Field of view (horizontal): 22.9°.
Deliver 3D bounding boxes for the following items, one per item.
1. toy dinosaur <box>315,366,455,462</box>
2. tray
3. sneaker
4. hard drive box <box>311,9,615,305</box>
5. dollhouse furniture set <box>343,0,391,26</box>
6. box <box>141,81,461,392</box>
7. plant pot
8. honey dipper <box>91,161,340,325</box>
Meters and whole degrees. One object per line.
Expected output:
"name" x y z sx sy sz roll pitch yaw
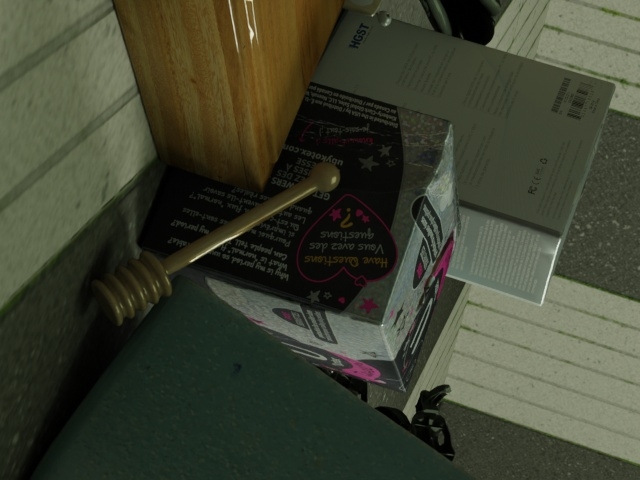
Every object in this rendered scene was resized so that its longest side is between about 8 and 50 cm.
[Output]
"toy dinosaur" -0.015 0.147 1.297 0.218 0.164 0.321 6 -89 57
"tray" -0.035 -0.205 0.782 0.411 0.076 0.202 83 27 -66
"sneaker" 0.111 -0.217 1.352 0.132 0.086 0.229 65 16 9
"hard drive box" 0.096 -0.072 1.260 0.089 0.232 0.181 97 16 -49
"dollhouse furniture set" 0.024 -0.199 1.079 0.091 0.081 0.114 97 14 -46
"box" 0.000 0.000 1.062 0.247 0.163 0.142 65 44 -75
"plant pot" -0.065 0.226 0.939 0.252 0.248 0.247 -47 160 -23
"honey dipper" -0.056 -0.003 0.907 0.161 0.030 0.030 -31 153 -20
